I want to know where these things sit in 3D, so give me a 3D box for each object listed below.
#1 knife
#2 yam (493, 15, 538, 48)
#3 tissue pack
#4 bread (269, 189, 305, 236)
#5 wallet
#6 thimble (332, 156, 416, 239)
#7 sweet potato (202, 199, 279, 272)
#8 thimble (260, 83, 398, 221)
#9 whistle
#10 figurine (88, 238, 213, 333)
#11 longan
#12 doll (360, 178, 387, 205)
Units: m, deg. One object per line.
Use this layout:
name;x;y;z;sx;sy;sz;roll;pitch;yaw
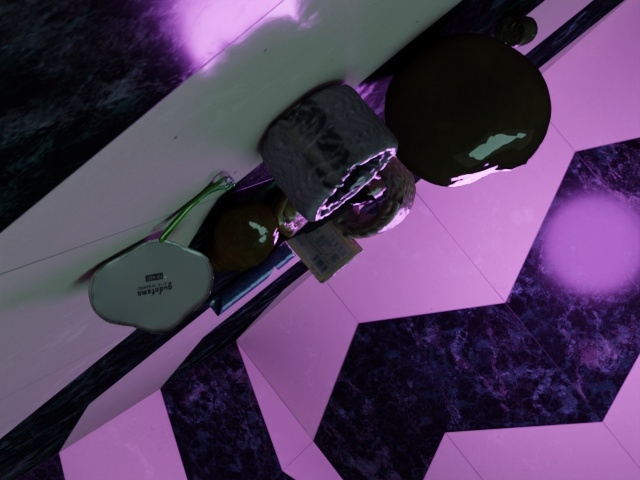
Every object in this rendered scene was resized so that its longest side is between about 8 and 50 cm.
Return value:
knife;-0.217;-0.056;1.495;0.166;0.022;0.078;-40;167;1
yam;0.460;-0.489;2.027;0.078;0.078;0.179;-41;177;27
tissue pack;0.000;0.000;2.370;0.148;0.196;0.092;-40;176;4
bread;-0.060;-0.079;1.987;0.134;0.081;0.225;-43;173;-5
wallet;-0.045;-0.040;2.205;0.378;0.051;0.197;-26;180;25
thimble;0.134;-0.117;2.293;0.229;0.196;0.148;-39;170;24
sweet potato;-0.175;0.005;1.789;0.130;0.130;0.423;-36;-178;-24
thimble;0.011;-0.154;1.503;0.217;0.157;0.245;-41;175;5
whistle;-0.211;0.117;2.653;0.304;0.062;0.062;-38;174;-6
figurine;-0.333;0.075;1.556;0.141;0.166;0.250;6;-179;45
longan;0.281;-0.252;1.684;0.319;0.319;0.319;-38;174;-5
doll;0.125;-0.154;2.500;0.145;0.096;0.188;-30;-179;-23
